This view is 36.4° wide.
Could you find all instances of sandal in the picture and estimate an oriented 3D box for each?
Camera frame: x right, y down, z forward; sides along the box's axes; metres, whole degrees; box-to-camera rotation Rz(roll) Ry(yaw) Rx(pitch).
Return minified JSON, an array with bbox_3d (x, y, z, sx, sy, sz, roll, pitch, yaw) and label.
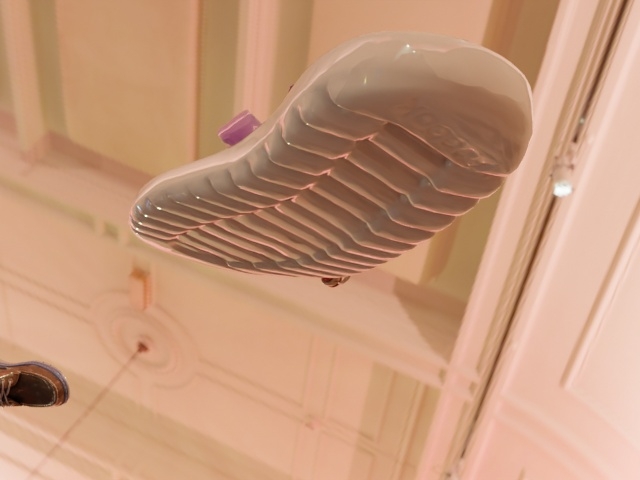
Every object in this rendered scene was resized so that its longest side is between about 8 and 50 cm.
[{"bbox_3d":[0.000,-0.053,0.656,0.169,0.102,0.416,23,-21,-25],"label":"sandal"}]

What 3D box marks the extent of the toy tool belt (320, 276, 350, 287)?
[{"bbox_3d":[0.000,0.000,0.927,0.052,0.083,0.051,-8,-17,34],"label":"toy tool belt"}]

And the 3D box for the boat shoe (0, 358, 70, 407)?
[{"bbox_3d":[-0.423,0.200,1.315,0.183,0.066,0.066,3,-75,26],"label":"boat shoe"}]
